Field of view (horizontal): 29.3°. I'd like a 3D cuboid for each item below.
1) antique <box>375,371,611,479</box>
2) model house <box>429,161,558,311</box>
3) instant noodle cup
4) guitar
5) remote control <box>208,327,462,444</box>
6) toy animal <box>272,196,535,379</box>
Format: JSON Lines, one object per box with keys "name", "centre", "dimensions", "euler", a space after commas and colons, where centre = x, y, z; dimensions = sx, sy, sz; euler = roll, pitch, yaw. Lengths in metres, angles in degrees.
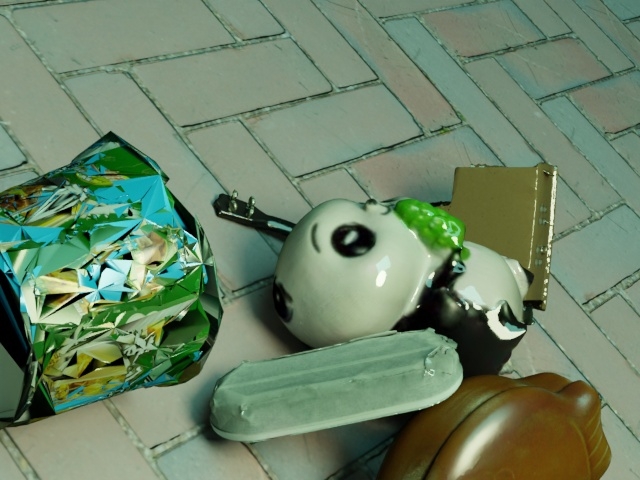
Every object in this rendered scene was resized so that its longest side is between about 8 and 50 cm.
{"name": "antique", "centre": [0.159, 0.239, 1.195], "dimensions": [0.278, 0.129, 0.223], "euler": [-39, 124, -25]}
{"name": "model house", "centre": [0.236, -0.006, 1.578], "dimensions": [0.248, 0.176, 0.181], "euler": [7, 88, -62]}
{"name": "instant noodle cup", "centre": [-0.226, 0.046, 1.045], "dimensions": [0.178, 0.240, 0.240], "euler": [-21, 66, -44]}
{"name": "guitar", "centre": [0.000, -0.002, 1.441], "dimensions": [0.271, 0.038, 0.084], "euler": [24, 37, -21]}
{"name": "remote control", "centre": [0.013, 0.137, 1.172], "dimensions": [0.247, 0.052, 0.104], "euler": [-12, 22, 0]}
{"name": "toy animal", "centre": [0.087, 0.053, 1.311], "dimensions": [0.267, 0.212, 0.212], "euler": [35, 36, -7]}
